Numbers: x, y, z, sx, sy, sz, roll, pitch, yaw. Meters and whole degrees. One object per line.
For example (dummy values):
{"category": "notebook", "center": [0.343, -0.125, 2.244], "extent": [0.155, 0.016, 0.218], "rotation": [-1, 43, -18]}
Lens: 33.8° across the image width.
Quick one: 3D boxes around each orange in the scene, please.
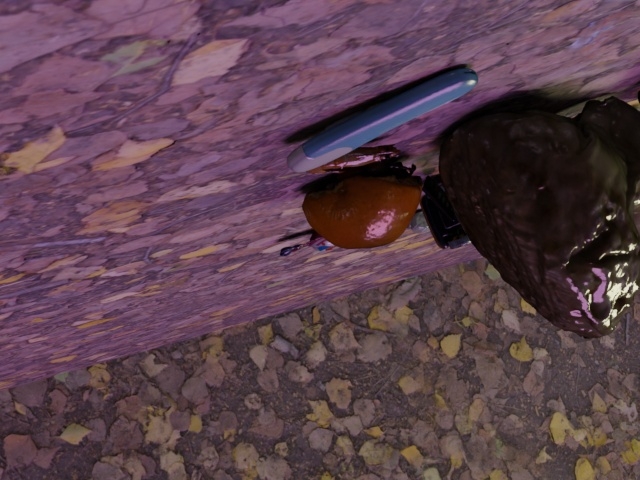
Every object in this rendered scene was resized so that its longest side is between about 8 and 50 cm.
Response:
{"category": "orange", "center": [0.060, -0.043, 1.397], "extent": [0.160, 0.112, 0.170], "rotation": [-15, 161, -9]}

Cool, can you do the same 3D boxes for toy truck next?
{"category": "toy truck", "center": [0.293, -0.080, 1.648], "extent": [0.257, 0.108, 0.140], "rotation": [-23, -175, 19]}

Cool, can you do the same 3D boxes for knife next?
{"category": "knife", "center": [0.058, -0.123, 1.069], "extent": [0.222, 0.031, 0.064], "rotation": [-24, 166, 25]}

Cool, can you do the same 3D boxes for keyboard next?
{"category": "keyboard", "center": [0.168, -0.062, 1.495], "extent": [0.010, 0.063, 0.198], "rotation": [-43, -179, 11]}

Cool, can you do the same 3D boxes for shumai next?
{"category": "shumai", "center": [0.333, -0.079, 1.345], "extent": [0.288, 0.330, 0.292], "rotation": [-35, -148, -6]}

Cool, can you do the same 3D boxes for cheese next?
{"category": "cheese", "center": [0.000, 0.000, 1.801], "extent": [0.145, 0.038, 0.095], "rotation": [-17, 172, -8]}

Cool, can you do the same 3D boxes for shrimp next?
{"category": "shrimp", "center": [0.038, -0.095, 1.255], "extent": [0.114, 0.023, 0.083], "rotation": [-12, 176, 0]}

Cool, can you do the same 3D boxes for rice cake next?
{"category": "rice cake", "center": [0.278, -0.058, 1.991], "extent": [0.245, 0.042, 0.045], "rotation": [-14, 169, -19]}

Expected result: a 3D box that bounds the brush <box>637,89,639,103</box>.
{"category": "brush", "center": [0.454, -0.204, 1.233], "extent": [0.051, 0.070, 0.323], "rotation": [-17, 170, -15]}
